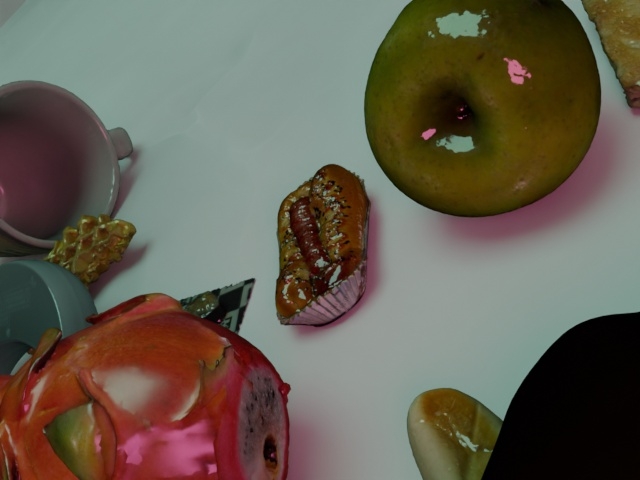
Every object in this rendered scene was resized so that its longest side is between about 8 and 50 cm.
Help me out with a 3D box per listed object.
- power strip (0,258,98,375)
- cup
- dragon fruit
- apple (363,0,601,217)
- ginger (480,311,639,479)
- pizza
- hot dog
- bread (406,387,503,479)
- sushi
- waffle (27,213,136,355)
[{"bbox_3d":[-0.331,0.107,0.939,0.253,0.054,0.167,-14,74,39],"label":"power strip"},{"bbox_3d":[-0.422,-0.096,1.229,0.257,0.227,0.301,-11,13,43],"label":"cup"},{"bbox_3d":[-0.136,0.153,0.621,0.227,0.224,0.224,-18,38,21],"label":"dragon fruit"},{"bbox_3d":[0.133,-0.118,0.700,0.197,0.196,0.157,-16,20,32],"label":"apple"},{"bbox_3d":[0.202,0.183,0.294,0.358,0.211,0.413,-35,21,32],"label":"ginger"},{"bbox_3d":[0.313,-0.190,0.742,0.181,0.034,0.262,-38,33,1],"label":"pizza"},{"bbox_3d":[0.000,0.000,0.808,0.108,0.059,0.191,-31,35,21],"label":"hot dog"},{"bbox_3d":[0.110,0.170,0.493,0.073,0.053,0.214,-13,36,-11],"label":"bread"},{"bbox_3d":[-0.169,0.102,0.873,0.201,0.031,0.139,-18,39,31],"label":"sushi"},{"bbox_3d":[-0.298,0.055,1.035,0.149,0.051,0.194,10,62,42],"label":"waffle"}]
